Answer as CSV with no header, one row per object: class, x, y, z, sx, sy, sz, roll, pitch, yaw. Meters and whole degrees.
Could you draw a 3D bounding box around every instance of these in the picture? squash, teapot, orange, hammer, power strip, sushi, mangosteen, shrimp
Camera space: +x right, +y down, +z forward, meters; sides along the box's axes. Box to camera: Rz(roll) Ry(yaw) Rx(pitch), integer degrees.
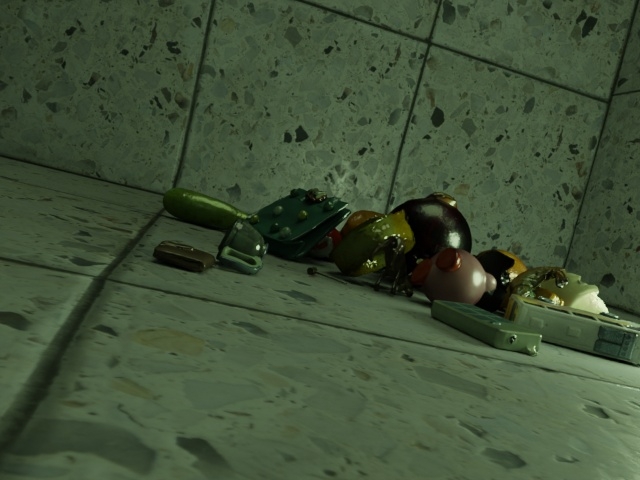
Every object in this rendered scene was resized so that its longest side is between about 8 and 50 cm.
squash,-0.403,-0.101,2.219,0.370,0.119,0.118,19,4,3
teapot,-0.171,0.016,1.376,0.108,0.111,0.149,27,-4,-9
orange,0.587,0.125,1.997,0.205,0.206,0.206,14,4,-1
hammer,0.018,0.096,1.598,0.110,0.019,0.035,21,6,19
power strip,0.351,0.183,1.307,0.117,0.046,0.270,13,5,-25
sushi,0.482,0.118,1.789,0.153,0.172,0.150,30,-1,18
mangosteen,0.337,-0.013,1.985,0.306,0.307,0.347,14,37,-2
shrimp,0.597,0.144,1.670,0.169,0.058,0.296,-21,15,31
orange,0.197,-0.011,2.209,0.249,0.183,0.249,41,-5,5

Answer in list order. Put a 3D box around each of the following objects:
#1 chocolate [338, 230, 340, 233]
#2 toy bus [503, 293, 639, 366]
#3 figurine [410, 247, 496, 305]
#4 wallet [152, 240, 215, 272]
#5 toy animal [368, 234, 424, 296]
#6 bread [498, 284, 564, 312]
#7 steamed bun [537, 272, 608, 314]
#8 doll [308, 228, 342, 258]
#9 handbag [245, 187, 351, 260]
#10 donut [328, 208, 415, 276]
chocolate,-0.001,0.004,2.411,0.253,0.080,0.157,14,18,22
toy bus,0.629,0.214,1.479,0.342,0.097,0.138,14,6,5
figurine,0.350,0.105,1.590,0.173,0.173,0.173,14,4,-1
wallet,-0.279,0.031,1.248,0.117,0.039,0.153,16,5,-4
toy animal,0.220,0.080,1.642,0.093,0.214,0.186,7,30,31
bread,0.606,0.187,1.763,0.077,0.116,0.200,39,-5,-19
steamed bun,0.758,0.190,1.795,0.199,0.171,0.225,19,3,-20
doll,0.000,0.000,2.100,0.160,0.130,0.290,13,-5,15
handbag,-0.083,-0.071,1.926,0.274,0.100,0.268,-38,34,-23
donut,0.157,0.020,1.753,0.107,0.272,0.272,59,21,18
